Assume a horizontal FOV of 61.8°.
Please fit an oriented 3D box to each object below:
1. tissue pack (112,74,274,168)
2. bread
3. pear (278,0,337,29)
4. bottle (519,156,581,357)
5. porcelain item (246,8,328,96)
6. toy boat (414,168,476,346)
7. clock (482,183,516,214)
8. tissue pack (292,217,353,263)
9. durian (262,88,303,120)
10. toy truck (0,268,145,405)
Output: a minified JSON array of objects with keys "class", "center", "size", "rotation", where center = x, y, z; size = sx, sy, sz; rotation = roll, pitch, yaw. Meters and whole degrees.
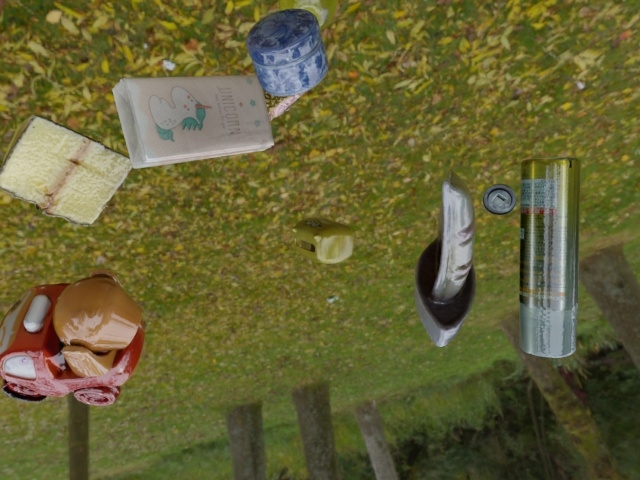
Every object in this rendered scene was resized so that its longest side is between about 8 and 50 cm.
[{"class":"tissue pack","center":[-0.255,-0.259,1.134],"size":[0.325,0.170,0.071],"rotation":[-18,-175,-42]},{"class":"bread","center":[-0.566,-0.142,1.189],"size":[0.240,0.178,0.135],"rotation":[26,162,-37]},{"class":"pear","center":[-0.035,-0.723,1.616],"size":[0.198,0.198,0.198],"rotation":[-12,155,-6]},{"class":"bottle","center":[0.335,0.024,0.786],"size":[0.082,0.286,0.082],"rotation":[-1,-175,0]},{"class":"porcelain item","center":[-0.065,-0.368,1.036],"size":[0.147,0.147,0.114],"rotation":[-16,141,4]},{"class":"toy boat","center":[0.233,0.009,0.950],"size":[0.111,0.294,0.276],"rotation":[8,-159,9]},{"class":"clock","center":[0.464,-0.106,1.384],"size":[0.085,0.085,0.017],"rotation":[-31,-171,33]},{"class":"tissue pack","center":[0.000,0.000,1.564],"size":[0.127,0.123,0.178],"rotation":[-11,-161,-35]},{"class":"durian","center":[-0.110,-0.440,1.592],"size":[0.182,0.165,0.132],"rotation":[-16,139,2]},{"class":"toy truck","center":[-0.420,0.147,0.888],"size":[0.264,0.189,0.239],"rotation":[4,142,-1]}]
